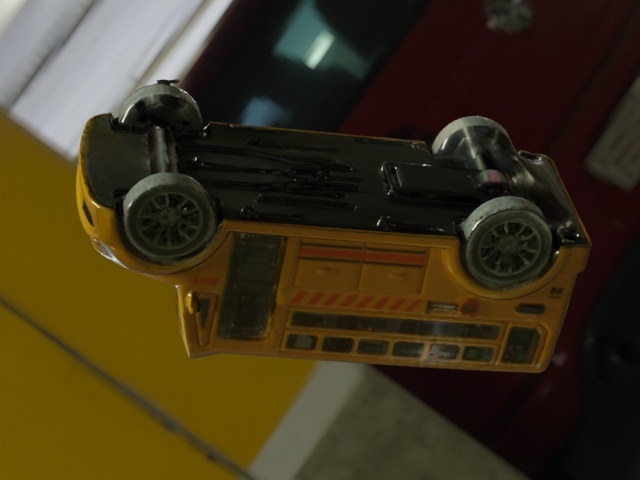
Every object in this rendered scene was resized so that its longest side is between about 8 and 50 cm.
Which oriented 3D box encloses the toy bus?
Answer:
[{"bbox_3d":[0.000,0.000,0.623,0.069,0.162,0.074,-102,20,-58],"label":"toy bus"}]
